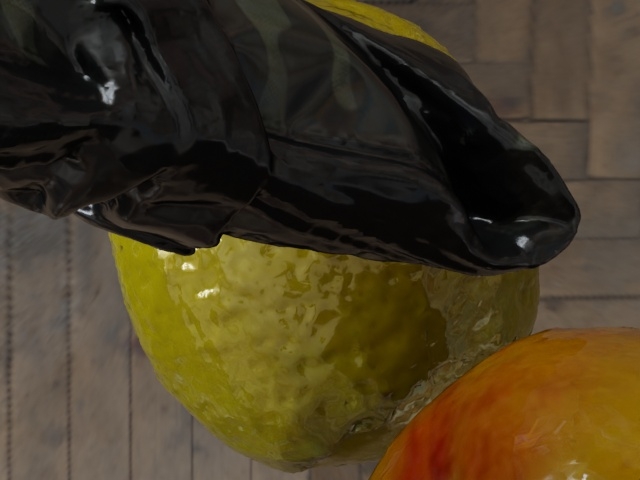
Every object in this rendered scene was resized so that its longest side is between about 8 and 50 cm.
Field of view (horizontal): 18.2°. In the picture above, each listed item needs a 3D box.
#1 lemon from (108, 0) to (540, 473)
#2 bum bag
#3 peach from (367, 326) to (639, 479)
[{"bbox_3d":[-0.001,-0.003,0.807,0.181,0.180,0.193,-13,114,-2],"label":"lemon"},{"bbox_3d":[-0.065,-0.050,0.582,0.340,0.144,0.095,12,105,-46],"label":"bum bag"},{"bbox_3d":[0.110,0.154,0.605,0.238,0.281,0.281,-23,95,26],"label":"peach"}]
